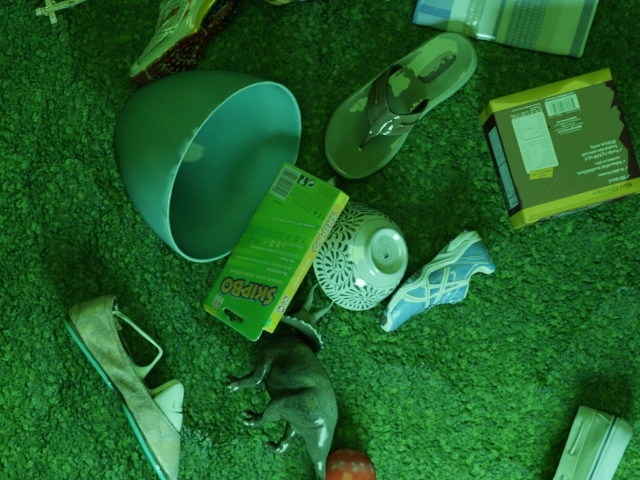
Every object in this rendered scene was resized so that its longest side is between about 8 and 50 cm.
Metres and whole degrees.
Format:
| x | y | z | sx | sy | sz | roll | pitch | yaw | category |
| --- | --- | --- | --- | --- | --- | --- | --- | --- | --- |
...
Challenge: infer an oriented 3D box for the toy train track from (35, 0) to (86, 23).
| x | y | z | sx | sy | sz | roll | pitch | yaw | category |
| --- | --- | --- | --- | --- | --- | --- | --- | --- | --- |
| -0.418 | -0.379 | 1.955 | 0.083 | 0.014 | 0.048 | -17 | 86 | -1 | toy train track |

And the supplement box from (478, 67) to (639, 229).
| x | y | z | sx | sy | sz | roll | pitch | yaw | category |
| --- | --- | --- | --- | --- | --- | --- | --- | --- | --- |
| 0.369 | -0.137 | 1.871 | 0.191 | 0.129 | 0.194 | -15 | 86 | -1 | supplement box |

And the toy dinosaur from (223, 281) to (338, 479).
| x | y | z | sx | sy | sz | roll | pitch | yaw | category |
| --- | --- | --- | --- | --- | --- | --- | --- | --- | --- |
| -0.039 | 0.227 | 1.822 | 0.160 | 0.121 | 0.313 | -31 | 60 | 27 | toy dinosaur |

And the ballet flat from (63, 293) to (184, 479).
| x | y | z | sx | sy | sz | roll | pitch | yaw | category |
| --- | --- | --- | --- | --- | --- | --- | --- | --- | --- |
| -0.275 | 0.218 | 1.868 | 0.106 | 0.107 | 0.316 | -32 | 87 | -9 | ballet flat |

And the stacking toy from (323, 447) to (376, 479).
| x | y | z | sx | sy | sz | roll | pitch | yaw | category |
| --- | --- | --- | --- | --- | --- | --- | --- | --- | --- |
| 0.036 | 0.481 | 1.841 | 0.141 | 0.141 | 0.330 | 5 | 80 | 1 | stacking toy |

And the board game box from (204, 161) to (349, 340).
| x | y | z | sx | sy | sz | roll | pitch | yaw | category |
| --- | --- | --- | --- | --- | --- | --- | --- | --- | --- |
| -0.069 | 0.018 | 1.837 | 0.124 | 0.039 | 0.259 | 30 | 87 | 35 | board game box |

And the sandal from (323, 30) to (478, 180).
| x | y | z | sx | sy | sz | roll | pitch | yaw | category |
| --- | --- | --- | --- | --- | --- | --- | --- | --- | --- |
| 0.119 | -0.222 | 1.901 | 0.120 | 0.086 | 0.303 | 45 | 88 | 3 | sandal |

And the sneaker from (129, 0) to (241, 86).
| x | y | z | sx | sy | sz | roll | pitch | yaw | category |
| --- | --- | --- | --- | --- | --- | --- | --- | --- | --- |
| -0.223 | -0.334 | 1.925 | 0.093 | 0.088 | 0.225 | 40 | 87 | 24 | sneaker |

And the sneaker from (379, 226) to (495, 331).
| x | y | z | sx | sy | sz | roll | pitch | yaw | category |
| --- | --- | --- | --- | --- | --- | --- | --- | --- | --- |
| 0.180 | 0.072 | 1.883 | 0.211 | 0.080 | 0.081 | -41 | 84 | -2 | sneaker |

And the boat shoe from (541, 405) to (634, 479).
| x | y | z | sx | sy | sz | roll | pitch | yaw | category |
| --- | --- | --- | --- | --- | --- | --- | --- | --- | --- |
| 0.377 | 0.397 | 1.858 | 0.094 | 0.109 | 0.302 | 25 | 77 | 18 | boat shoe |

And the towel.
| x | y | z | sx | sy | sz | roll | pitch | yaw | category |
| --- | --- | --- | --- | --- | --- | --- | --- | --- | --- |
| 0.300 | -0.407 | 1.900 | 0.285 | 0.034 | 0.209 | 12 | 118 | 3 | towel |

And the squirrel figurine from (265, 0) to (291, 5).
| x | y | z | sx | sy | sz | roll | pitch | yaw | category |
| --- | --- | --- | --- | --- | --- | --- | --- | --- | --- |
| 0.009 | -0.548 | 1.825 | 0.281 | 0.370 | 0.397 | 19 | 58 | 3 | squirrel figurine |

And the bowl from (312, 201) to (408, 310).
| x | y | z | sx | sy | sz | roll | pitch | yaw | category |
| --- | --- | --- | --- | --- | --- | --- | --- | --- | --- |
| 0.079 | 0.020 | 1.846 | 0.170 | 0.080 | 0.170 | 5 | 82 | -37 | bowl |

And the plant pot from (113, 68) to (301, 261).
| x | y | z | sx | sy | sz | roll | pitch | yaw | category |
| --- | --- | --- | --- | --- | --- | --- | --- | --- | --- |
| -0.195 | -0.140 | 1.825 | 0.195 | 0.290 | 0.290 | 30 | 86 | 27 | plant pot |

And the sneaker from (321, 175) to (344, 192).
| x | y | z | sx | sy | sz | roll | pitch | yaw | category |
| --- | --- | --- | --- | --- | --- | --- | --- | --- | --- |
| 0.000 | 0.000 | 1.905 | 0.086 | 0.064 | 0.192 | -7 | 91 | 15 | sneaker |
